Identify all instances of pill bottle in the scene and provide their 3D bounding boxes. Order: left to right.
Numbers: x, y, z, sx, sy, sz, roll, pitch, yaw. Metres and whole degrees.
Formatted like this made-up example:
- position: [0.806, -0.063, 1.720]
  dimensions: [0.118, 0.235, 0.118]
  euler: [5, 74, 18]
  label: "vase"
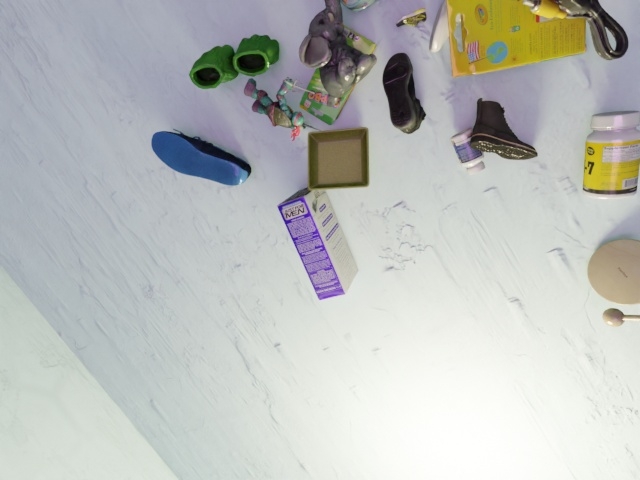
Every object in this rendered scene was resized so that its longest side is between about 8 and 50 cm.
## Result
- position: [0.423, -0.252, 1.148]
  dimensions: [0.067, 0.067, 0.120]
  euler: [-22, 103, 23]
  label: "pill bottle"
- position: [0.748, -0.219, 1.034]
  dimensions: [0.120, 0.119, 0.208]
  euler: [-2, 109, 18]
  label: "pill bottle"

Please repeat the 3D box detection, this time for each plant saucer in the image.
- position: [0.057, -0.244, 1.238]
  dimensions: [0.189, 0.045, 0.187]
  euler: [-2, 82, 12]
  label: "plant saucer"

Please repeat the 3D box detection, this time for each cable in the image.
- position: [0.595, -0.530, 0.921]
  dimensions: [0.288, 0.072, 0.139]
  euler: [25, 91, -19]
  label: "cable"

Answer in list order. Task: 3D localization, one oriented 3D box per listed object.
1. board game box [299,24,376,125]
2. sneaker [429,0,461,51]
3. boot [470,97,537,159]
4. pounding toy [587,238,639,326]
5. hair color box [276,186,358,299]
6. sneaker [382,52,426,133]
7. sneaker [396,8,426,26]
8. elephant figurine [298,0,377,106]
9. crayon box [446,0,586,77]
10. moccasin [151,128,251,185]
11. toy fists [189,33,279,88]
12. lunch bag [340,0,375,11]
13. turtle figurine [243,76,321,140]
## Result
- position: [0.045, -0.483, 1.190]
  dimensions: [0.124, 0.039, 0.259]
  euler: [33, 114, 3]
  label: "board game box"
- position: [0.354, -0.589, 1.038]
  dimensions: [0.094, 0.080, 0.212]
  euler: [18, 114, -3]
  label: "sneaker"
- position: [0.511, -0.305, 1.103]
  dimensions: [0.198, 0.077, 0.136]
  euler: [12, 80, -18]
  label: "boot"
- position: [0.875, 0.117, 1.125]
  dimensions: [0.183, 0.110, 0.236]
  euler: [-22, 65, 52]
  label: "pounding toy"
- position: [0.000, 0.000, 1.310]
  dimensions: [0.110, 0.185, 0.338]
  euler: [-16, 105, 23]
  label: "hair color box"
- position: [0.238, -0.406, 1.143]
  dimensions: [0.087, 0.130, 0.227]
  euler: [-12, 79, 26]
  label: "sneaker"
- position: [0.246, -0.593, 1.088]
  dimensions: [0.084, 0.031, 0.035]
  euler: [-16, 106, 22]
  label: "sneaker"
- position: [0.025, -0.525, 1.084]
  dimensions: [0.186, 0.169, 0.239]
  euler: [-41, 96, 1]
  label: "elephant figurine"
- position: [0.463, -0.528, 0.981]
  dimensions: [0.320, 0.081, 0.202]
  euler: [-9, 108, 4]
  label: "crayon box"
- position: [-0.399, -0.270, 1.366]
  dimensions: [0.342, 0.116, 0.137]
  euler: [27, 116, 2]
  label: "moccasin"
- position: [-0.253, -0.535, 1.205]
  dimensions: [0.280, 0.142, 0.096]
  euler: [-8, 139, 20]
  label: "toy fists"
- position: [0.129, -0.756, 1.018]
  dimensions: [0.279, 0.108, 0.223]
  euler: [-31, 96, 24]
  label: "lunch bag"
- position: [-0.113, -0.395, 1.202]
  dimensions: [0.234, 0.118, 0.175]
  euler: [28, 147, 19]
  label: "turtle figurine"
